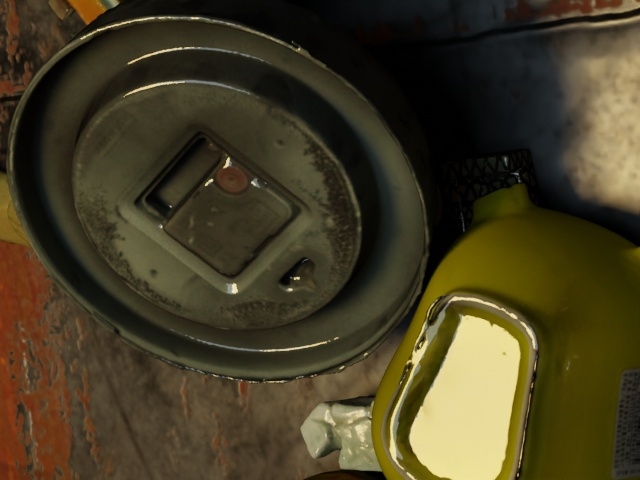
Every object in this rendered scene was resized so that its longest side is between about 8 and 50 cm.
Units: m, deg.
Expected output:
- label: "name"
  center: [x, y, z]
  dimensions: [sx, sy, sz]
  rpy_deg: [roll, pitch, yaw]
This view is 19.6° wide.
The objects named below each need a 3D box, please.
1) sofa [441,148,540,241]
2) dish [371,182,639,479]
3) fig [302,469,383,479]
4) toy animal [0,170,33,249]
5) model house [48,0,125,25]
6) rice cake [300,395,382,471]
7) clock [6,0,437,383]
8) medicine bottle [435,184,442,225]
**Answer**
- label: "sofa"
  center: [0.129, -0.005, 1.341]
  dimensions: [0.060, 0.039, 0.118]
  rpy_deg: [-6, 98, 33]
- label: "dish"
  center: [0.125, 0.101, 1.256]
  dimensions: [0.221, 0.108, 0.262]
  rpy_deg: [25, 105, 31]
- label: "fig"
  center: [0.000, 0.227, 1.448]
  dimensions: [0.154, 0.103, 0.109]
  rpy_deg: [16, 78, 40]
- label: "toy animal"
  center: [-0.260, -0.027, 1.587]
  dimensions: [0.218, 0.103, 0.101]
  rpy_deg: [10, 125, 31]
- label: "model house"
  center: [-0.105, -0.251, 1.352]
  dimensions: [0.224, 0.198, 0.215]
  rpy_deg: [53, 130, 15]
- label: "rice cake"
  center: [0.136, 0.145, 1.354]
  dimensions: [0.336, 0.066, 0.063]
  rpy_deg: [-4, 88, 34]
- label: "clock"
  center: [-0.067, -0.037, 1.303]
  dimensions: [0.312, 0.061, 0.313]
  rpy_deg: [9, 127, 12]
- label: "medicine bottle"
  center: [0.000, 0.000, 1.404]
  dimensions: [0.183, 0.086, 0.086]
  rpy_deg: [-35, 80, 35]
